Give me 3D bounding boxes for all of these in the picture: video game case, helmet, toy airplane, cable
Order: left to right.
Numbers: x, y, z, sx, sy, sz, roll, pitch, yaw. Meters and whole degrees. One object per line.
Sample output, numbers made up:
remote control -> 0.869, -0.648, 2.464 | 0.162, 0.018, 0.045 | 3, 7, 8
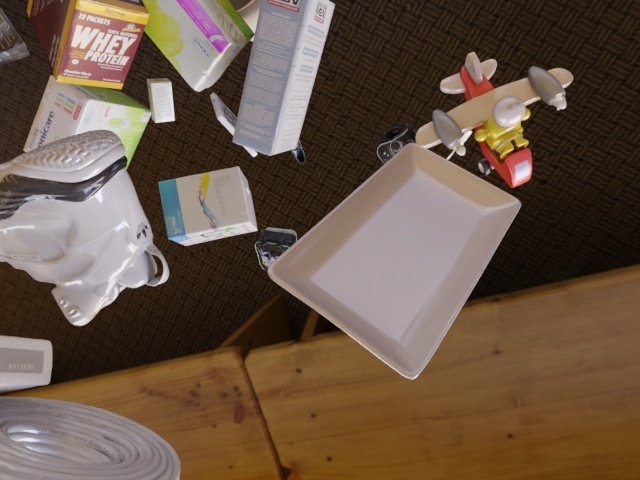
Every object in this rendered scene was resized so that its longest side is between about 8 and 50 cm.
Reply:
cable -> -0.264, 0.232, 0.422 | 0.257, 0.257, 0.089 | 29, 73, -32
video game case -> -0.293, -0.392, 1.458 | 0.022, 0.173, 0.190 | -34, 135, 10
helmet -> 0.286, -0.317, 1.544 | 0.169, 0.169, 0.161 | -25, 120, 16
toy airplane -> 0.532, -0.398, 1.312 | 0.384, 0.272, 0.386 | 22, 95, 0

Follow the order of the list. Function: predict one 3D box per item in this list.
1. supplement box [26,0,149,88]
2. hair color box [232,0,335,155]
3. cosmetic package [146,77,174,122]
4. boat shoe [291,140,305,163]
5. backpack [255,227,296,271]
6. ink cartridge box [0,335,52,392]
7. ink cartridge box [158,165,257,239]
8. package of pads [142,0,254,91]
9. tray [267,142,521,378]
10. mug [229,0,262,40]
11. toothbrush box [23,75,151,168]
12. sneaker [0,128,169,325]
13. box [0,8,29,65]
supplement box -> -0.460, -0.444, 0.843 | 0.191, 0.129, 0.194 | -42, 70, 39
hair color box -> -0.091, -0.413, 1.059 | 0.114, 0.185, 0.374 | 22, 112, 9
cosmetic package -> -0.460, -0.404, 1.242 | 0.041, 0.060, 0.115 | 44, 137, 40
boat shoe -> -0.090, -0.342, 1.574 | 0.049, 0.040, 0.142 | -29, 133, 3
backpack -> -0.169, 0.044, 1.741 | 0.166, 0.144, 0.188 | 5, 129, 9
ink cartridge box -> -0.416, 0.130, 0.401 | 0.225, 0.181, 0.056 | -11, 71, 9
ink cartridge box -> -0.376, -0.113, 1.478 | 0.270, 0.198, 0.197 | -12, 83, -2
package of pads -> -0.339, -0.556, 1.079 | 0.296, 0.101, 0.229 | 50, 139, -13
tray -> 0.086, -0.001, 0.418 | 0.145, 0.270, 0.030 | 35, 140, 15
mug -> -0.195, -0.770, 1.234 | 0.276, 0.328, 0.374 | -7, 93, 19
toothbrush box -> -0.623, -0.307, 1.180 | 0.122, 0.283, 0.206 | 32, 104, 3
sneaker -> -0.375, 0.008, 0.550 | 0.366, 0.137, 0.210 | -14, 114, 14
box -> -0.936, -0.566, 1.056 | 0.242, 0.076, 0.307 | -37, 104, -22
